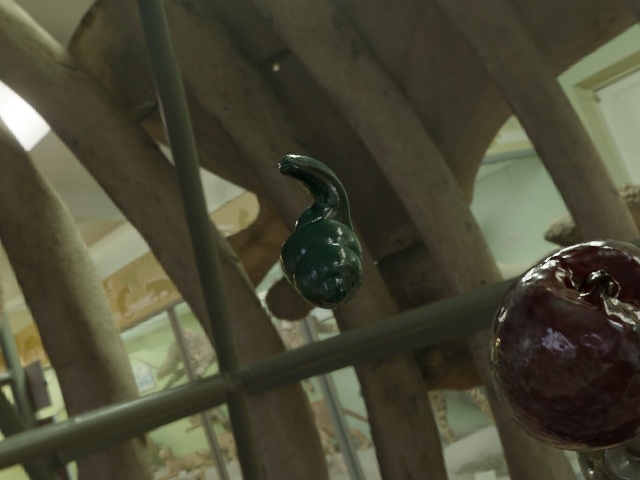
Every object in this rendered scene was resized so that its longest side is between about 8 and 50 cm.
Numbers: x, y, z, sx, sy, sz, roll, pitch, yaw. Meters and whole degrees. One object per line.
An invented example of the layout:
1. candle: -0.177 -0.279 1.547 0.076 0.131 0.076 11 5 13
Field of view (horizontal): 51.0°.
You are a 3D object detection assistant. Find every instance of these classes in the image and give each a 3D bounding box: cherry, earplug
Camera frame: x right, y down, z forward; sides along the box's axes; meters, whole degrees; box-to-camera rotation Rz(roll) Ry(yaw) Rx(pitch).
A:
1. cherry: 0.300 0.128 0.766 0.230 0.203 0.300 -42 -32 -37
2. earplug: 0.007 -0.004 1.290 0.164 0.280 0.257 -3 -50 -14

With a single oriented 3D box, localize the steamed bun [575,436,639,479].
1. steamed bun: 0.584 0.312 1.222 0.310 0.219 0.324 -50 -27 13
